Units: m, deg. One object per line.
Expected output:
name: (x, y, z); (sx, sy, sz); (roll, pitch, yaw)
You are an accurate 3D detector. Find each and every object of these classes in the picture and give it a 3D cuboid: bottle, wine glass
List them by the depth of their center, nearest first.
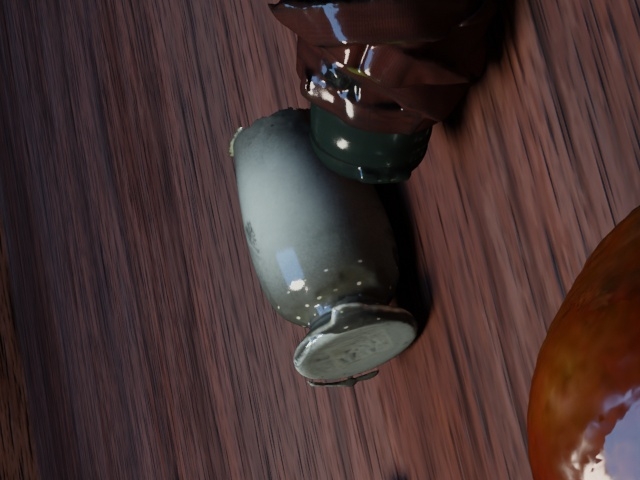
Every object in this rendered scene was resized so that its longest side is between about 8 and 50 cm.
bottle: (0.040, -0.163, 0.976); (0.156, 0.143, 0.271); (-118, 29, -46)
wine glass: (0.000, 0.000, 1.160); (0.111, 0.111, 0.204); (118, 140, -55)

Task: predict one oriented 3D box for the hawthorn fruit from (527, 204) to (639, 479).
hawthorn fruit: (0.202, 0.058, 0.526); (0.261, 0.224, 0.224); (-41, 54, 41)
